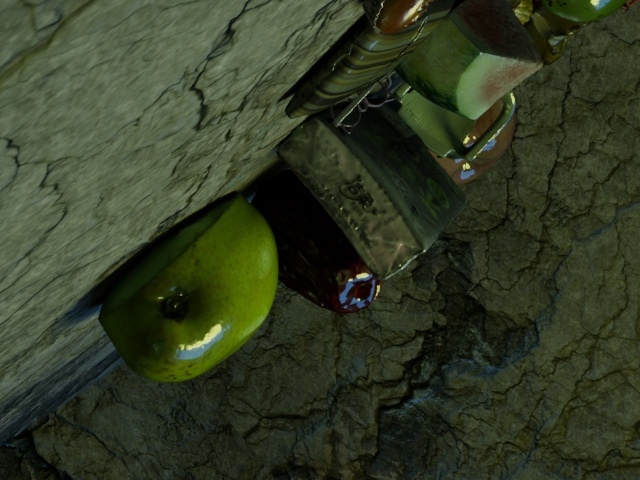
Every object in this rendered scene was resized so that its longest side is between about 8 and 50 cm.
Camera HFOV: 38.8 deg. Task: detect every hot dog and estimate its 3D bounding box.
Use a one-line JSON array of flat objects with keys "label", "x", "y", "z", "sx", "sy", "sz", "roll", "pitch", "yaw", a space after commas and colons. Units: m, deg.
[{"label": "hot dog", "x": 0.124, "y": -0.292, "z": 0.967, "sx": 0.191, "sy": 0.059, "sz": 0.108, "roll": -41, "pitch": -178, "yaw": 21}]

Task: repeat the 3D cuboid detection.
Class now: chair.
[{"label": "chair", "x": 0.253, "y": -0.275, "z": 1.807, "sx": 0.190, "sy": 0.203, "sz": 0.274, "roll": -48, "pitch": -171, "yaw": 7}]

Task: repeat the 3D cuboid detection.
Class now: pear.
[{"label": "pear", "x": -0.224, "y": 0.116, "z": 1.555, "sx": 0.342, "sy": 0.238, "sz": 0.318, "roll": -39, "pitch": -173, "yaw": 17}]

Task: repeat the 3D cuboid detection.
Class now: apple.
[{"label": "apple", "x": 0.304, "y": -0.267, "z": 2.136, "sx": 0.345, "sy": 0.269, "sz": 0.345, "roll": -38, "pitch": 179, "yaw": -1}]

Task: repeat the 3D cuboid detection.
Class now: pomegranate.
[{"label": "pomegranate", "x": 0.440, "y": -0.468, "z": 1.510, "sx": 0.181, "sy": 0.181, "sz": 0.224, "roll": -39, "pitch": 159, "yaw": 1}]

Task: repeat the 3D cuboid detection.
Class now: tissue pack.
[{"label": "tissue pack", "x": 0.109, "y": -0.112, "z": 1.630, "sx": 0.124, "sy": 0.288, "sz": 0.394, "roll": -41, "pitch": 179, "yaw": 23}]

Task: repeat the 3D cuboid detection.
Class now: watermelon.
[{"label": "watermelon", "x": 0.239, "y": -0.332, "z": 1.555, "sx": 0.232, "sy": 0.193, "sz": 0.310, "roll": -19, "pitch": 162, "yaw": -10}]

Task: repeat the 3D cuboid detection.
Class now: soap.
[{"label": "soap", "x": 0.583, "y": -0.547, "z": 2.518, "sx": 0.304, "sy": 0.169, "sz": 0.339, "roll": -38, "pitch": 177, "yaw": -37}]

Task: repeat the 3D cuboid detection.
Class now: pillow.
[{"label": "pillow", "x": 0.071, "y": -0.243, "z": 1.181, "sx": 0.212, "sy": 0.052, "sz": 0.208, "roll": -42, "pitch": 172, "yaw": 37}]

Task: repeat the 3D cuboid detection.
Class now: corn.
[{"label": "corn", "x": 0.369, "y": -0.451, "z": 1.754, "sx": 0.080, "sy": 0.080, "sz": 0.238, "roll": -39, "pitch": 180, "yaw": 19}]

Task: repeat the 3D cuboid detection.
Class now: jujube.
[{"label": "jujube", "x": 0.000, "y": 0.000, "z": 1.703, "sx": 0.216, "sy": 0.216, "sz": 0.342, "roll": -39, "pitch": -139, "yaw": -3}]

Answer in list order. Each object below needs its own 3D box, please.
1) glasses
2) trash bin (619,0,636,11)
[{"label": "glasses", "x": 0.082, "y": -0.241, "z": 1.435, "sx": 0.140, "sy": 0.062, "sz": 0.104, "roll": -39, "pitch": 178, "yaw": -33}, {"label": "trash bin", "x": 0.658, "y": -0.622, "z": 1.909, "sx": 0.161, "sy": 0.184, "sz": 0.238, "roll": -39, "pitch": 173, "yaw": -24}]
